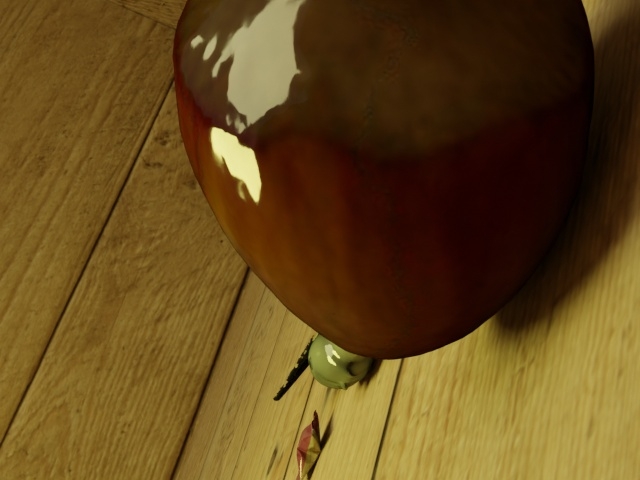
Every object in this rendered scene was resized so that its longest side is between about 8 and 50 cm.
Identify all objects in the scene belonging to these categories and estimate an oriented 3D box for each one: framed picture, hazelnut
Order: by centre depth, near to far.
[{"bbox_3d":[0.056,-0.097,0.938,0.366,0.366,0.366,-157,90,-84],"label":"hazelnut"},{"bbox_3d":[0.024,0.093,1.533,0.195,0.010,0.199,-47,-9,-43],"label":"framed picture"}]

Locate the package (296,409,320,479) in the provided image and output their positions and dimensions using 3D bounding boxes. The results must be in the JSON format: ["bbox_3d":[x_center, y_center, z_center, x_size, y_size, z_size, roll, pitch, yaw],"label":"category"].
[{"bbox_3d":[-0.015,0.258,1.497,0.059,0.029,0.083,-78,3,-75],"label":"package"}]

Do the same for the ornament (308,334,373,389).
[{"bbox_3d":[0.031,0.125,1.371,0.156,0.075,0.081,128,142,-63],"label":"ornament"}]
